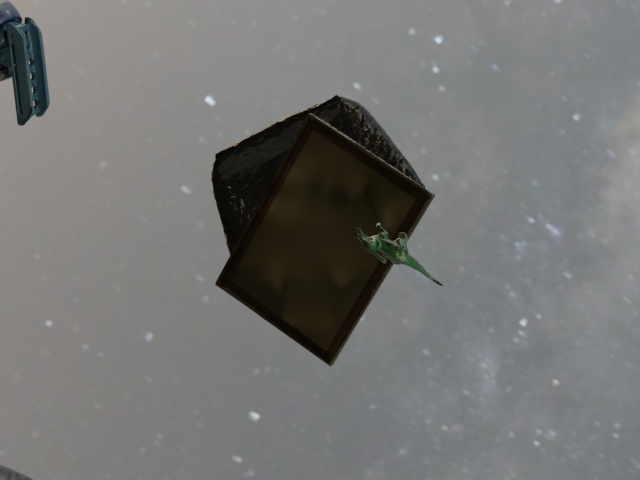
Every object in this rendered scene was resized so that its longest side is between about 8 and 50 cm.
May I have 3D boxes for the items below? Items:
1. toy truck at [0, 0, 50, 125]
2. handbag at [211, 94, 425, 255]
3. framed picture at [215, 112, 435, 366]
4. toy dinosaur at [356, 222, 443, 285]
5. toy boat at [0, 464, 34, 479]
[{"bbox_3d":[-0.234,-0.130,1.007,0.073,0.090,0.056,-47,177,26],"label":"toy truck"},{"bbox_3d":[-0.017,-0.076,1.772,0.270,0.175,0.088,-24,180,7],"label":"handbag"},{"bbox_3d":[0.000,0.000,1.515,0.173,0.010,0.231,36,-73,16],"label":"framed picture"},{"bbox_3d":[0.065,0.013,1.138,0.083,0.062,0.021,38,-71,10],"label":"toy dinosaur"},{"bbox_3d":[-0.163,0.206,0.725,0.127,0.283,0.078,3,-128,3],"label":"toy boat"}]
